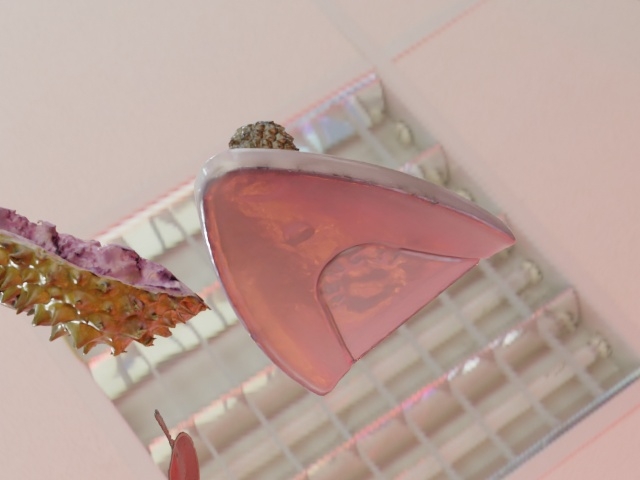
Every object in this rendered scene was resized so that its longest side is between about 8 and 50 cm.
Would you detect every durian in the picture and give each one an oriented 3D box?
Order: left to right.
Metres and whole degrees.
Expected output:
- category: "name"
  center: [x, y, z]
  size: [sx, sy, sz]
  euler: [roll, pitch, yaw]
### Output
- category: "durian"
  center: [-0.290, 0.050, 1.510]
  size: [0.341, 0.191, 0.112]
  euler: [21, -79, -3]

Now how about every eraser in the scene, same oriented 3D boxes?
- category: "eraser"
  center: [0.000, -0.001, 1.034]
  size: [0.204, 0.243, 0.059]
  euler: [-39, -139, 17]

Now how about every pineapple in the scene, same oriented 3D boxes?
- category: "pineapple"
  center: [-0.036, -0.045, 1.398]
  size: [0.074, 0.074, 0.159]
  euler: [-22, -121, -11]

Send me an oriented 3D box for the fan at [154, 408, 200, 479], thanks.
- category: "fan"
  center: [-0.131, 0.200, 1.285]
  size: [0.005, 0.133, 0.085]
  euler: [-5, -142, 13]
